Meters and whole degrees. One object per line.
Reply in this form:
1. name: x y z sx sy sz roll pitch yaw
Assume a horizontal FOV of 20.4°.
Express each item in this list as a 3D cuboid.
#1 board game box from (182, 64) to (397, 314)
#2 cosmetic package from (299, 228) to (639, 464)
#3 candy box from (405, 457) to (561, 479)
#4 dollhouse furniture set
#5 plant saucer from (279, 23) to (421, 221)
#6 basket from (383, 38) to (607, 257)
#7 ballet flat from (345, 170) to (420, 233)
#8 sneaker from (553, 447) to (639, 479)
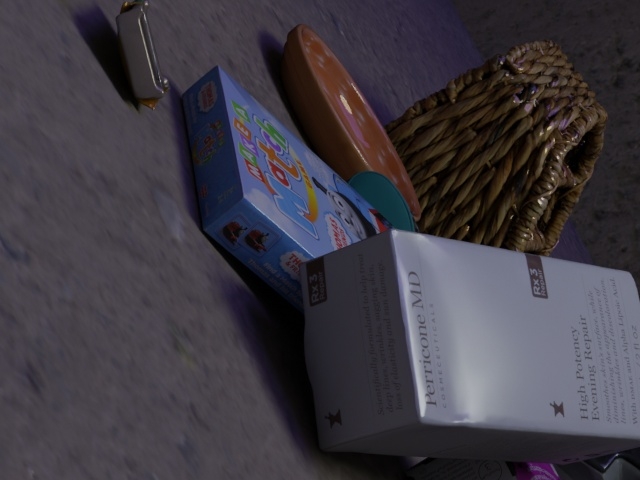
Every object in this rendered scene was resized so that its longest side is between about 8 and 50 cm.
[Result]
1. board game box: 0.000 0.000 1.142 0.211 0.039 0.160 40 20 -31
2. cosmetic package: 0.100 0.070 1.075 0.231 0.085 0.117 9 67 -45
3. candy box: 0.156 0.245 1.174 0.233 0.071 0.159 64 13 20
4. dollhouse furniture set: -0.136 -0.149 1.053 0.076 0.058 0.151 -101 178 -78
5. plant saucer: 0.021 -0.095 1.545 0.200 0.037 0.200 55 12 -17
6. basket: 0.201 -0.055 1.762 0.223 0.213 0.299 60 12 7
7. ballet flat: 0.047 0.031 1.305 0.070 0.070 0.188 49 19 -42
8. sneaker: 0.163 0.155 1.362 0.330 0.146 0.122 42 49 16
